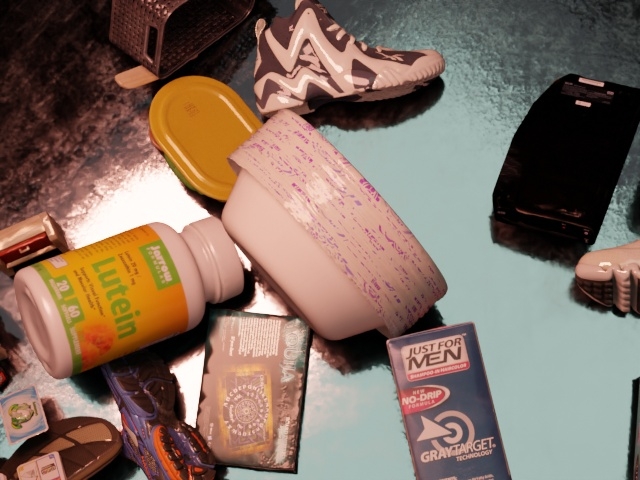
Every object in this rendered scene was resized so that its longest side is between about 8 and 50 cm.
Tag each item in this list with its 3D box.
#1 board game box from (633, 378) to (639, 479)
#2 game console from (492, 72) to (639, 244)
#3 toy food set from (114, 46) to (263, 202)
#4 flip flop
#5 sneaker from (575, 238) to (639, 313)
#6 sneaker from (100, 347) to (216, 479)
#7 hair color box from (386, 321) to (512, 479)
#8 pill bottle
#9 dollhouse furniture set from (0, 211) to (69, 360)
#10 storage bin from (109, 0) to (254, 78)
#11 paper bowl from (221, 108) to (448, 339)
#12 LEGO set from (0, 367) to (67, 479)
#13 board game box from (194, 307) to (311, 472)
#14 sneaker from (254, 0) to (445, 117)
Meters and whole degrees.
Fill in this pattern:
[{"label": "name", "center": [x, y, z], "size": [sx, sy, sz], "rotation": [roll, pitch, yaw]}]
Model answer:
[{"label": "board game box", "center": [0.480, 0.321, 1.867], "size": [0.254, 0.079, 0.336], "rotation": [6, 74, 6]}, {"label": "game console", "center": [0.395, -0.072, 1.930], "size": [0.361, 0.044, 0.213], "rotation": [15, 61, 19]}, {"label": "toy food set", "center": [-0.149, -0.127, 2.033], "size": [0.128, 0.071, 0.218], "rotation": [-32, 78, -28]}, {"label": "flip flop", "center": [-0.337, 0.315, 1.935], "size": [0.277, 0.080, 0.112], "rotation": [-47, 38, -2]}, {"label": "sneaker", "center": [0.442, 0.015, 1.944], "size": [0.292, 0.110, 0.118], "rotation": [-5, 64, 1]}, {"label": "sneaker", "center": [-0.209, 0.215, 1.948], "size": [0.087, 0.083, 0.221], "rotation": [-49, 57, 34]}, {"label": "hair color box", "center": [0.162, 0.279, 1.860], "size": [0.105, 0.174, 0.347], "rotation": [-13, 77, 1]}, {"label": "pill bottle", "center": [-0.219, 0.058, 1.930], "size": [0.246, 0.136, 0.136], "rotation": [-21, 76, -22]}, {"label": "dollhouse furniture set", "center": [-0.386, 0.060, 1.971], "size": [0.184, 0.129, 0.129], "rotation": [-24, 77, -1]}, {"label": "storage bin", "center": [-0.163, -0.296, 2.006], "size": [0.084, 0.122, 0.180], "rotation": [37, 55, 16]}, {"label": "paper bowl", "center": [0.000, 0.000, 1.876], "size": [0.148, 0.284, 0.284], "rotation": [-42, 78, -5]}, {"label": "LEGO set", "center": [-0.395, 0.257, 1.929], "size": [0.182, 0.060, 0.244], "rotation": [-23, 47, -4]}, {"label": "board game box", "center": [-0.081, 0.179, 1.975], "size": [0.126, 0.026, 0.186], "rotation": [6, 78, 5]}, {"label": "sneaker", "center": [0.027, -0.245, 2.025], "size": [0.235, 0.094, 0.153], "rotation": [-11, 85, 12]}]
